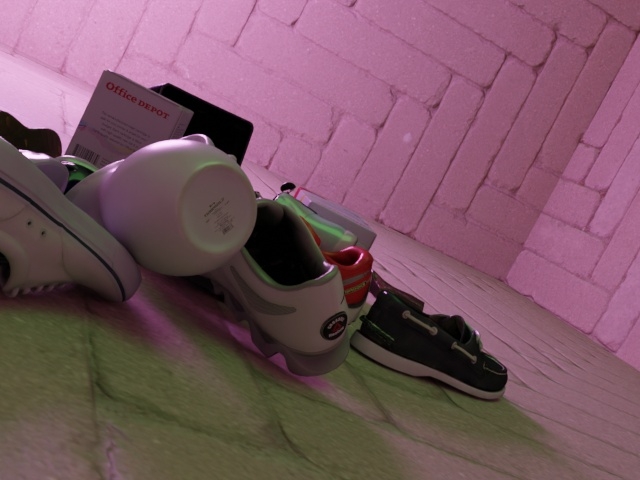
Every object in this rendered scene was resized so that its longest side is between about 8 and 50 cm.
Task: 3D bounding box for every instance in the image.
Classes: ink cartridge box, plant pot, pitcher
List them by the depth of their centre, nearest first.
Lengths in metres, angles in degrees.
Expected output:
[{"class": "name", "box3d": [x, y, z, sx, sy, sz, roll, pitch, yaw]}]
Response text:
[{"class": "pitcher", "box3d": [-0.138, -0.049, 0.853, 0.207, 0.177, 0.125, 5, -44, 51]}, {"class": "ink cartridge box", "box3d": [-0.276, -0.135, 1.248, 0.128, 0.175, 0.072, 28, 7, 3]}, {"class": "plant pot", "box3d": [-0.256, -0.145, 1.465, 0.188, 0.187, 0.167, 21, -4, -42]}, {"class": "ink cartridge box", "box3d": [0.000, 0.000, 1.503, 0.128, 0.127, 0.176, 27, 6, -11]}]

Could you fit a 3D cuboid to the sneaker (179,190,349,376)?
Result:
[{"class": "sneaker", "box3d": [-0.088, -0.009, 0.947, 0.331, 0.146, 0.122, 34, 50, 29]}]

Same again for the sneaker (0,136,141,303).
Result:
[{"class": "sneaker", "box3d": [-0.240, 0.004, 0.732, 0.094, 0.091, 0.258, 25, -16, 29]}]

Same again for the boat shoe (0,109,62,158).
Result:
[{"class": "boat shoe", "box3d": [-0.428, -0.134, 1.191, 0.060, 0.064, 0.178, -3, -7, 22]}]

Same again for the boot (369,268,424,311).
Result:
[{"class": "boot", "box3d": [0.142, 0.099, 1.700, 0.114, 0.037, 0.106, 21, 22, -24]}]

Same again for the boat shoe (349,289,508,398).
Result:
[{"class": "boat shoe", "box3d": [0.174, 0.146, 1.223, 0.303, 0.091, 0.114, 21, 10, -44]}]

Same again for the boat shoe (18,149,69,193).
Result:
[{"class": "boat shoe", "box3d": [-0.323, -0.049, 0.790, 0.088, 0.096, 0.267, 33, 15, 7]}]

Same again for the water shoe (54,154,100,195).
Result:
[{"class": "water shoe", "box3d": [-0.257, -0.037, 1.122, 0.203, 0.073, 0.080, 21, 30, -19]}]

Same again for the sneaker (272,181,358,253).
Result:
[{"class": "sneaker", "box3d": [-0.031, -0.005, 1.302, 0.151, 0.094, 0.256, 35, -13, 3]}]

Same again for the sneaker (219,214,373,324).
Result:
[{"class": "sneaker", "box3d": [-0.058, 0.020, 1.107, 0.279, 0.118, 0.107, 13, 13, -29]}]
